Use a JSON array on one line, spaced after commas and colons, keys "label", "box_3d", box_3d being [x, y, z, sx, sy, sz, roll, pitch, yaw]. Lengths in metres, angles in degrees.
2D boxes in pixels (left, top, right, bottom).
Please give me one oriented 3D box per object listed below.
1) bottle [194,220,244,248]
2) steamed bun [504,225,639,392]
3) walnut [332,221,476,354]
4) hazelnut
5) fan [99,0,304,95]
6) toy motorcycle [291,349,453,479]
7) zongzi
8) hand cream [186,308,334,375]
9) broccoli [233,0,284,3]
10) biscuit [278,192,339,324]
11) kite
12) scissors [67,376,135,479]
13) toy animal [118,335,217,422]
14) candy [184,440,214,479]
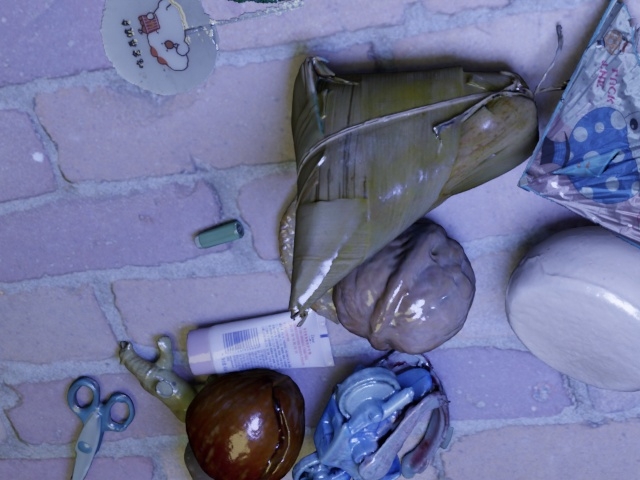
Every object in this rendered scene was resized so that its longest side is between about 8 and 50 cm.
[{"label": "bottle", "box_3d": [-0.169, -0.008, 1.578, 0.083, 0.030, 0.030, -17, 116, 22]}, {"label": "steamed bun", "box_3d": [0.423, 0.088, 1.408, 0.283, 0.177, 0.283, 26, 150, 16]}, {"label": "walnut", "box_3d": [0.129, 0.074, 1.453, 0.224, 0.224, 0.224, 5, 121, 9]}, {"label": "hazelnut", "box_3d": [-0.127, 0.312, 1.638, 0.218, 0.234, 0.217, 0, 92, 4]}, {"label": "fan", "box_3d": [-0.179, -0.315, 1.408, 0.329, 0.009, 0.190, -7, 118, 16]}, {"label": "toy motorcycle", "box_3d": [0.105, 0.346, 1.641, 0.241, 0.182, 0.319, 24, 124, -3]}, {"label": "zongzi", "box_3d": [0.170, -0.079, 1.287, 0.448, 0.418, 0.181, -3, 147, 11]}, {"label": "hand cream", "box_3d": [-0.106, 0.178, 1.658, 0.248, 0.083, 0.133, -6, 122, 3]}, {"label": "broccoli", "box_3d": [-0.078, -0.425, 1.202, 0.295, 0.265, 0.245, -29, 83, 14]}, {"label": "biscuit", "box_3d": [0.000, -0.001, 1.541, 0.141, 0.038, 0.289, 15, 121, 4]}, {"label": "kite", "box_3d": [0.424, -0.129, 1.278, 0.369, 0.014, 0.405, -20, 98, -13]}, {"label": "scissors", "box_3d": [-0.455, 0.391, 1.871, 0.138, 0.041, 0.289, 23, 119, -1]}, {"label": "toy animal", "box_3d": [-0.279, 0.263, 1.740, 0.219, 0.103, 0.101, 43, 143, -19]}, {"label": "candy", "box_3d": [-0.167, 0.465, 1.819, 0.104, 0.102, 0.233, -14, 115, 19]}]
